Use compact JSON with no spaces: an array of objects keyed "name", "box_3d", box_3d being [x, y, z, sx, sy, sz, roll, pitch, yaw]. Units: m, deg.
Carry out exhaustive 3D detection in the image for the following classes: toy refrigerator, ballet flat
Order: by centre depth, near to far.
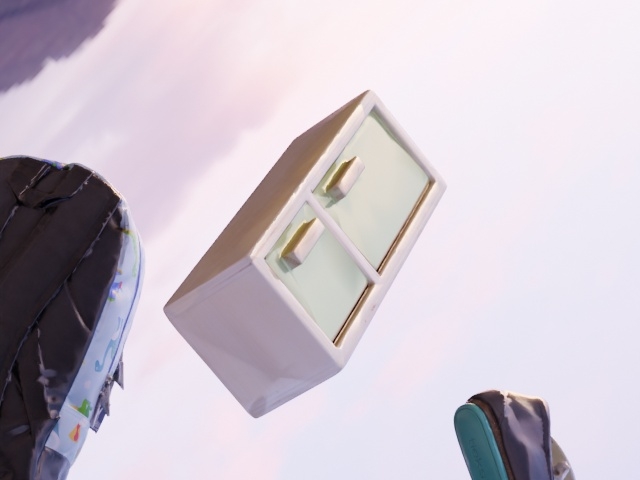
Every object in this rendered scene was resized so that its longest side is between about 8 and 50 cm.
[{"name":"ballet flat","box_3d":[0.139,0.191,1.050,0.074,0.203,0.074,-11,172,-2]},{"name":"toy refrigerator","box_3d":[0.000,0.000,1.196,0.094,0.102,0.269,-32,-167,33]}]

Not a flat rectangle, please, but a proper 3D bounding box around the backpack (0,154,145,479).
[{"name":"backpack","box_3d":[-0.329,0.082,1.774,0.273,0.290,0.356,47,59,-72]}]
